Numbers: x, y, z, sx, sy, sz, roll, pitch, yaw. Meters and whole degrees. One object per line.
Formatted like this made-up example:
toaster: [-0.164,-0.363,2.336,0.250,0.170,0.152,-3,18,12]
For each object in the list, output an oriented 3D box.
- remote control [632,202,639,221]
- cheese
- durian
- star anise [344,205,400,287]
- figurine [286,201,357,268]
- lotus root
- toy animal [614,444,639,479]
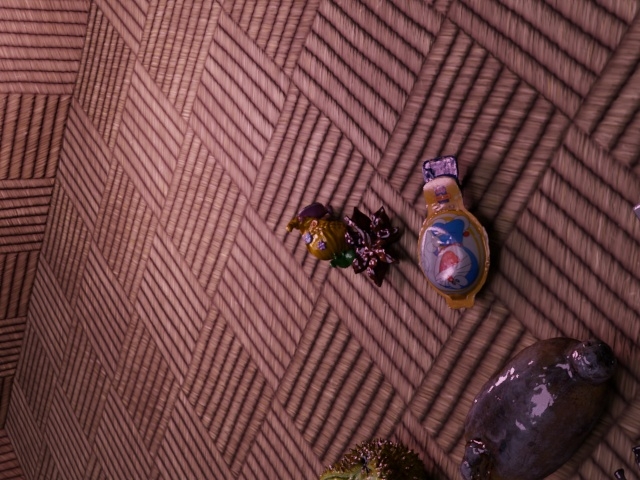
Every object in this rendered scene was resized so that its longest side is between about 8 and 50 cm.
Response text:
remote control: [0.504,0.010,1.256,0.065,0.029,0.166,-46,60,44]
cheese: [0.228,-0.013,1.575,0.177,0.069,0.271,-9,88,52]
durian: [0.111,0.486,1.725,0.200,0.176,0.237,62,144,11]
star anise: [0.106,0.010,1.752,0.167,0.057,0.168,19,118,41]
figurine: [0.000,0.000,1.839,0.156,0.114,0.095,60,147,24]
lotus root: [0.345,0.264,1.406,0.175,0.175,0.350,57,131,30]
toy animal: [0.528,0.341,1.220,0.216,0.073,0.176,-34,54,18]
